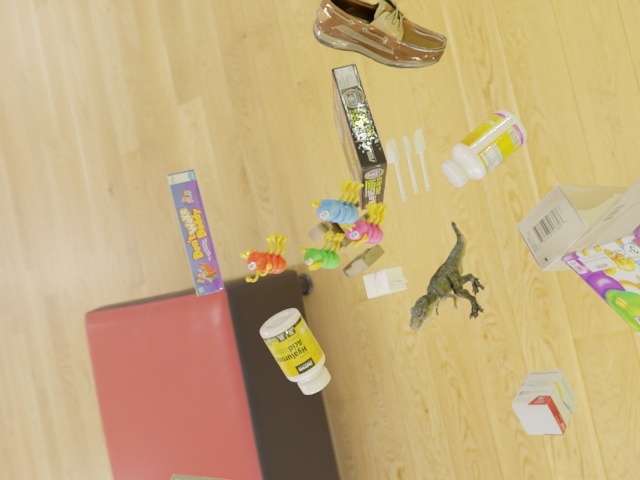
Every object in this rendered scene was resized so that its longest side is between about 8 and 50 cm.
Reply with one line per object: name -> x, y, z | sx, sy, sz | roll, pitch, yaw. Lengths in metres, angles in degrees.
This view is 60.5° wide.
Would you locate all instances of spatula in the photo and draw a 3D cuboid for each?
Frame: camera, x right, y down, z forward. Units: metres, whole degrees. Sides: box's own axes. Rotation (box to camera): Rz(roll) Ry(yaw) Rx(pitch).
spatula -> 0.327, -0.272, 2.015 | 0.019, 0.168, 0.242 | 23, 133, 55

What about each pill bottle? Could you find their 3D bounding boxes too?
pill bottle -> -0.033, 0.162, 0.796 | 0.065, 0.065, 0.116 | -21, 106, 34
pill bottle -> 0.164, -0.091, 0.558 | 0.083, 0.043, 0.043 | -39, 71, -3

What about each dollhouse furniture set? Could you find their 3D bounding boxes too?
dollhouse furniture set -> 0.094, 0.000, 2.018 | 0.242, 0.212, 0.161 | 51, 150, -1

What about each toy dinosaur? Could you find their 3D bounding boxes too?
toy dinosaur -> 0.263, 0.082, 1.064 | 0.118, 0.268, 0.064 | 39, 144, -6

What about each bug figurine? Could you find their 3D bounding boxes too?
bug figurine -> 0.000, 0.000, 0.968 | 0.279, 0.216, 0.072 | -34, 62, 37

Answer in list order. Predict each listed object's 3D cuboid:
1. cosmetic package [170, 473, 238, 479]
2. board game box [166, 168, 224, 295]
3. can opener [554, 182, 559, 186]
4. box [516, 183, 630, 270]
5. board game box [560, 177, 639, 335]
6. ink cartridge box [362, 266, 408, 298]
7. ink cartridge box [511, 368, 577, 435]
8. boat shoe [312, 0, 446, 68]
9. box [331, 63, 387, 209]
cosmetic package -> -0.154, 0.406, 0.653 | 0.127, 0.238, 0.107 | 3, 115, 3
board game box -> -0.369, -0.012, 1.618 | 0.233, 0.078, 0.347 | 155, 100, -75
can opener -> 0.709, -0.068, 1.502 | 0.093, 0.280, 0.074 | -43, 35, 31
box -> 0.592, -0.026, 1.153 | 0.148, 0.311, 0.121 | -59, 40, 46
board game box -> 0.421, 0.060, 0.558 | 0.144, 0.142, 0.275 | -43, 84, -9
ink cartridge box -> 0.246, 0.154, 2.043 | 0.143, 0.092, 0.090 | -23, 77, 48
ink cartridge box -> 0.734, 0.526, 1.793 | 0.128, 0.176, 0.127 | -20, 105, 48
boat shoe -> 0.143, -0.505, 1.307 | 0.324, 0.122, 0.120 | 12, 145, -2
box -> 0.088, -0.237, 1.287 | 0.060, 0.216, 0.270 | -14, 70, -2
